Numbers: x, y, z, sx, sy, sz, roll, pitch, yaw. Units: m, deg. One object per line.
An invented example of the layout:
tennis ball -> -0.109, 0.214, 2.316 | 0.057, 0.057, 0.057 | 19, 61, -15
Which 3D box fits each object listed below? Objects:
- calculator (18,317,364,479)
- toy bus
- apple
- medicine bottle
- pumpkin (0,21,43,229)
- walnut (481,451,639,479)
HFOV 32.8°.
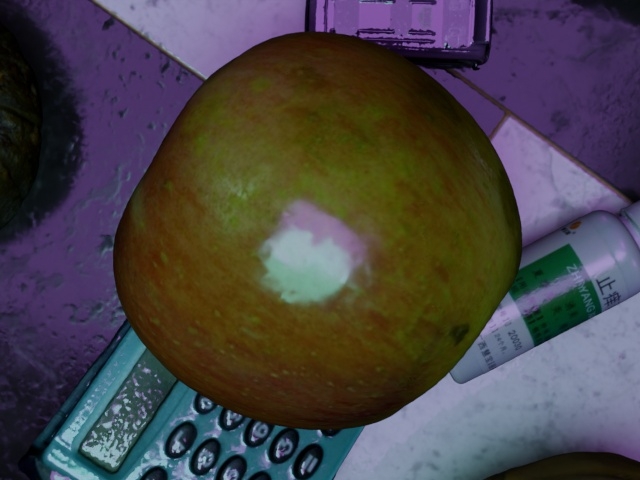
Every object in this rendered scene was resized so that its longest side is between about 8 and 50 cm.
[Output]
calculator -> -0.107, 0.191, 1.044 | 0.274, 0.058, 0.248 | 35, 76, -4
toy bus -> 0.075, -0.204, 1.019 | 0.178, 0.098, 0.087 | 1, 95, -2
apple -> 0.000, 0.000, 0.919 | 0.339, 0.339, 0.339 | 0, 96, -2
medicine bottle -> 0.225, 0.042, 1.052 | 0.260, 0.095, 0.095 | -29, 96, 2
pumpkin -> -0.388, -0.106, 0.923 | 0.320, 0.192, 0.320 | 9, 77, -44
walnut -> 0.242, 0.395, 0.984 | 0.354, 0.308, 0.398 | -18, 90, 24
